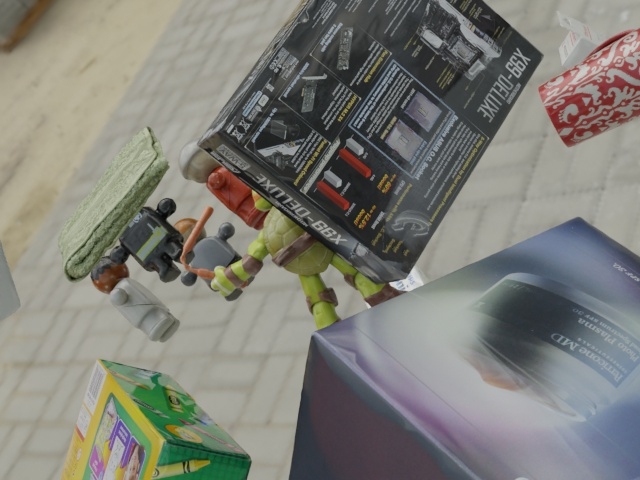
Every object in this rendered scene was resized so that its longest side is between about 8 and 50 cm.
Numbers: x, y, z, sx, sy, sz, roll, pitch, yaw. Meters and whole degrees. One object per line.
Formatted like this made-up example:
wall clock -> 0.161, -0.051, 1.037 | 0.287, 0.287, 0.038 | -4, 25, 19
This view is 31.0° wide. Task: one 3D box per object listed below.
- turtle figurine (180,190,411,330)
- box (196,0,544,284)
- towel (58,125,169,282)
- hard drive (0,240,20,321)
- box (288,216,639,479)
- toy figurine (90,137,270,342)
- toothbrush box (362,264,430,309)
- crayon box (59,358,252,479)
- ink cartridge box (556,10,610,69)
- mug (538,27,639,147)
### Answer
turtle figurine -> 0.000, 0.000, 1.232 | 0.269, 0.217, 0.087 | -39, -1, 1
box -> 0.059, -0.148, 1.191 | 0.307, 0.242, 0.076 | -57, 15, -18
towel -> -0.196, -0.036, 1.075 | 0.148, 0.027, 0.110 | -52, 25, 6
hard drive -> -0.327, -0.065, 0.844 | 0.040, 0.318, 0.210 | -11, 13, 15
box -> 0.183, 0.160, 0.831 | 0.294, 0.182, 0.296 | -22, 45, -35
toy figurine -> -0.180, -0.002, 1.420 | 0.148, 0.209, 0.213 | 42, 52, 20
toothbrush box -> 0.210, 0.197, 2.139 | 0.122, 0.283, 0.206 | -32, 44, 7
crayon box -> -0.161, 0.223, 1.031 | 0.278, 0.081, 0.165 | 22, 95, 66
ink cartridge box -> 0.462, -0.307, 1.934 | 0.061, 0.181, 0.104 | -60, 6, 25
mug -> 0.383, -0.201, 1.511 | 0.169, 0.113, 0.150 | -27, 5, 19
